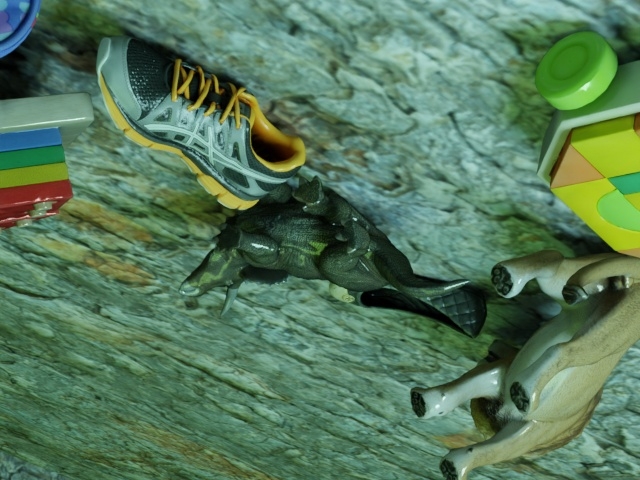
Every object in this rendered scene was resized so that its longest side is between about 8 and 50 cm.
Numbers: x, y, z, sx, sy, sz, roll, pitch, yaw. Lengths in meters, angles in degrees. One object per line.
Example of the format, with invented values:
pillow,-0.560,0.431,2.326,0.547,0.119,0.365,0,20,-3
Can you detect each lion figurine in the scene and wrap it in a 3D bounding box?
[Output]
lion figurine,0.231,0.109,1.108,0.240,0.142,0.392,-17,159,-28

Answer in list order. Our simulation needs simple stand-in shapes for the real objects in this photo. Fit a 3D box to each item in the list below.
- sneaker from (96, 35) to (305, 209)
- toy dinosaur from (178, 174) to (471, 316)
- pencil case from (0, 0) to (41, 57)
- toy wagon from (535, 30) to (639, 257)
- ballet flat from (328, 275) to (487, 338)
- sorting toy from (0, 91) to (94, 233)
sneaker,-0.098,-0.107,0.962,0.083,0.084,0.215,-20,142,33
toy dinosaur,0.000,0.000,1.106,0.313,0.121,0.160,1,163,21
pencil case,-0.339,-0.161,0.922,0.119,0.133,0.306,21,158,-36
toy wagon,0.322,-0.066,0.791,0.344,0.068,0.267,-10,145,44
ballet flat,0.090,0.065,1.221,0.173,0.049,0.057,9,153,16
sorting toy,-0.344,-0.047,1.012,0.257,0.089,0.255,-10,178,-23
